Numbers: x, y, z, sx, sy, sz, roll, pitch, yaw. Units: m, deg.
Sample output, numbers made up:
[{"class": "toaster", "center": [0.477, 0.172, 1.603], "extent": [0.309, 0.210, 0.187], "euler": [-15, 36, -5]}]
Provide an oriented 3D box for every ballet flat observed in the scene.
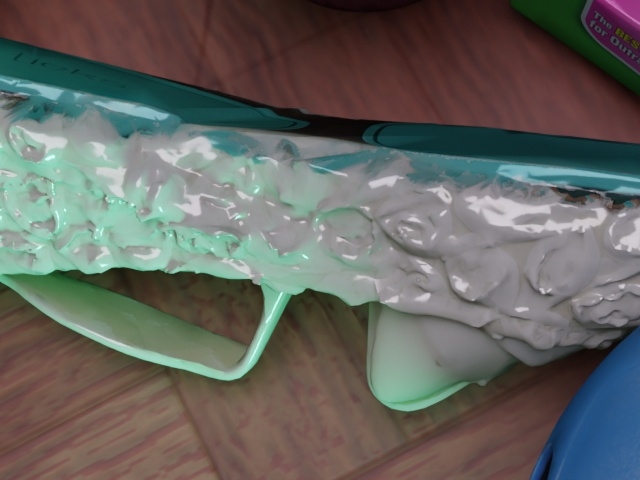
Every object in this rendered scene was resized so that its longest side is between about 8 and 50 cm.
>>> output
[{"class": "ballet flat", "center": [0.000, 0.000, 0.797], "extent": [0.409, 0.147, 0.147], "euler": [10, 77, 12]}]

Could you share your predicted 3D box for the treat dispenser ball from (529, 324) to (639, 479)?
[{"class": "treat dispenser ball", "center": [0.207, 0.138, 0.639], "extent": [0.288, 0.288, 0.288], "euler": [-1, 75, 6]}]

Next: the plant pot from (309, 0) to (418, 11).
[{"class": "plant pot", "center": [0.015, -0.192, 0.801], "extent": [0.201, 0.180, 0.201], "euler": [-2, 75, 6]}]

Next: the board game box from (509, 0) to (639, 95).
[{"class": "board game box", "center": [0.281, -0.111, 0.802], "extent": [0.316, 0.064, 0.242], "euler": [38, 77, 14]}]
